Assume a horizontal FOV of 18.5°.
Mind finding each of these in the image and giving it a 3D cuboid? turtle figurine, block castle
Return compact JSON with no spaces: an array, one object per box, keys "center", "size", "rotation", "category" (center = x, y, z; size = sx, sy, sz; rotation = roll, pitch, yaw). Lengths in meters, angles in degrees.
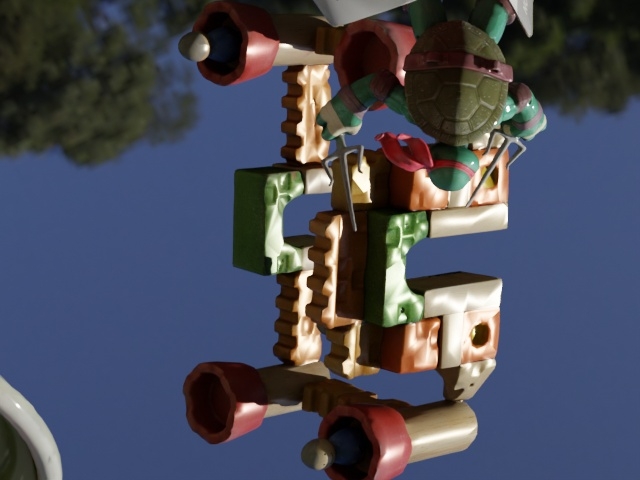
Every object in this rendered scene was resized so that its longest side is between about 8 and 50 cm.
[{"center":[0.097,-0.116,1.456],"size":[0.175,0.118,0.234],"rotation":[11,-103,-17],"category":"turtle figurine"},{"center":[0.000,0.000,1.931],"size":[0.213,0.453,0.303],"rotation":[-7,-166,-42],"category":"block castle"}]

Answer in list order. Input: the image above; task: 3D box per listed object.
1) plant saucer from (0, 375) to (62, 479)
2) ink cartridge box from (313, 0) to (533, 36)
[{"center":[-0.411,0.147,1.655],"size":[0.400,0.400,0.100],"rotation":[-9,-131,17],"category":"plant saucer"},{"center":[0.045,-0.314,1.354],"size":[0.130,0.272,0.309],"rotation":[-13,-132,25],"category":"ink cartridge box"}]
